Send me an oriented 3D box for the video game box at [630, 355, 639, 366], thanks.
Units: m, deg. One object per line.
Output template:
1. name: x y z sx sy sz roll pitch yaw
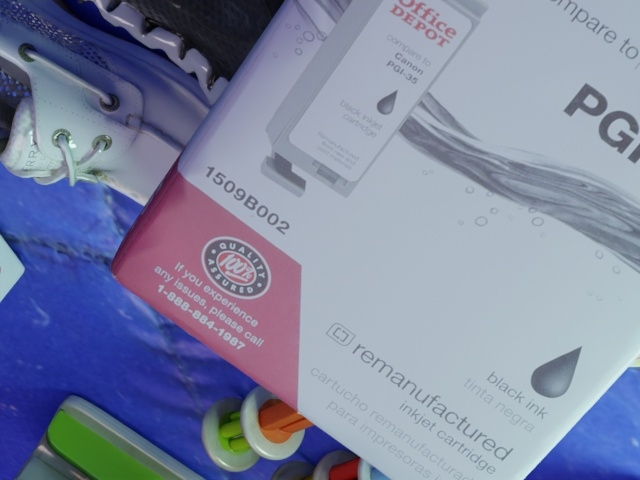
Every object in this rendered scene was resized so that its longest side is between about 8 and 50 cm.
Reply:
1. video game box: 0.130 -0.013 0.863 0.205 0.048 0.187 -5 126 40

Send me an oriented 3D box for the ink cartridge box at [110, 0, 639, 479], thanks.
1. ink cartridge box: 0.073 -0.048 0.713 0.207 0.117 0.283 36 120 -1

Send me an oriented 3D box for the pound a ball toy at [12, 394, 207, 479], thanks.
1. pound a ball toy: -0.165 0.274 1.277 0.319 0.208 0.136 33 144 -2

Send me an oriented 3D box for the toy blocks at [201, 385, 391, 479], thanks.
1. toy blocks: 0.005 0.140 1.126 0.123 0.054 0.148 46 142 -18

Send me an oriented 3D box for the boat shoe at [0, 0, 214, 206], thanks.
1. boat shoe: -0.152 -0.072 0.960 0.277 0.096 0.098 34 142 -3

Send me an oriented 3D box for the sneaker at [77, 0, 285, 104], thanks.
1. sneaker: -0.048 -0.131 0.840 0.234 0.078 0.106 45 118 8

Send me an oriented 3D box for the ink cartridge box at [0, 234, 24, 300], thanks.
1. ink cartridge box: -0.329 -0.005 1.104 0.100 0.172 0.237 -4 131 39
